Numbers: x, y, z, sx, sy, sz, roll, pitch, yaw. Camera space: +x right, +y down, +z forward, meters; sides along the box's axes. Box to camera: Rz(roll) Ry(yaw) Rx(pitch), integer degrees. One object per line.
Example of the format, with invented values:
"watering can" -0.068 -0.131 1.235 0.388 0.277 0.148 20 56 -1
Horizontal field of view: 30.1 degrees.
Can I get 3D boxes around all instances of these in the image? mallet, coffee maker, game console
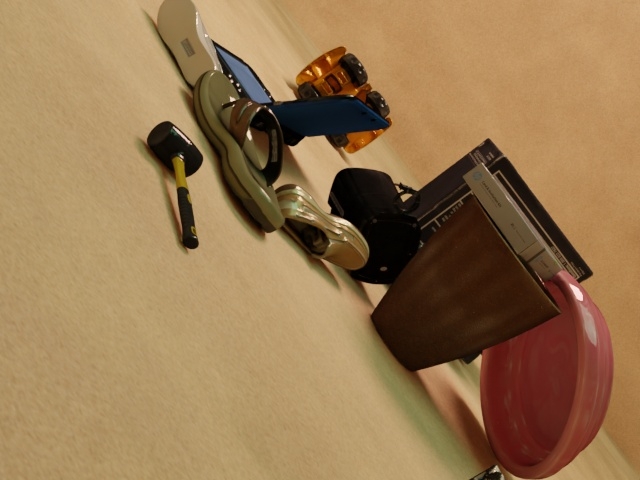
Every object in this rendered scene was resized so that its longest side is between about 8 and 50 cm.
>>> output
"mallet" -0.149 -0.061 1.234 0.062 0.039 0.190 49 15 -29
"coffee maker" 0.091 -0.043 1.876 0.120 0.171 0.178 29 20 -29
"game console" -0.047 -0.258 1.959 0.250 0.173 0.293 56 10 12

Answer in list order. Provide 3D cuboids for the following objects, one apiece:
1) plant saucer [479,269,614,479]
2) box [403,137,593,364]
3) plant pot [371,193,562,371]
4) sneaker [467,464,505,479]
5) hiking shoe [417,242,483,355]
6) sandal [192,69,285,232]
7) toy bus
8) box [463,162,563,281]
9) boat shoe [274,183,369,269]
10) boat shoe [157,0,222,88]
"plant saucer" 0.356 0.206 1.857 0.084 0.332 0.332 8 29 -17
"box" 0.298 0.017 2.258 0.296 0.294 0.183 51 8 -13
"plant pot" 0.197 0.085 1.752 0.215 0.230 0.215 51 9 -12
"sneaker" 0.224 0.336 1.518 0.073 0.063 0.162 58 11 6
"hiking shoe" 0.205 0.093 2.101 0.304 0.132 0.113 27 -4 -14
"sandal" -0.087 -0.126 1.572 0.120 0.086 0.303 44 14 -44
"toy bus" 0.044 -0.308 2.698 0.220 0.149 0.211 55 -6 -3
"box" 0.283 -0.023 1.737 0.145 0.038 0.186 58 10 25
"boat shoe" 0.000 0.000 1.652 0.190 0.068 0.072 34 32 -35
"boat shoe" -0.183 -0.281 1.735 0.184 0.066 0.063 59 1 30
